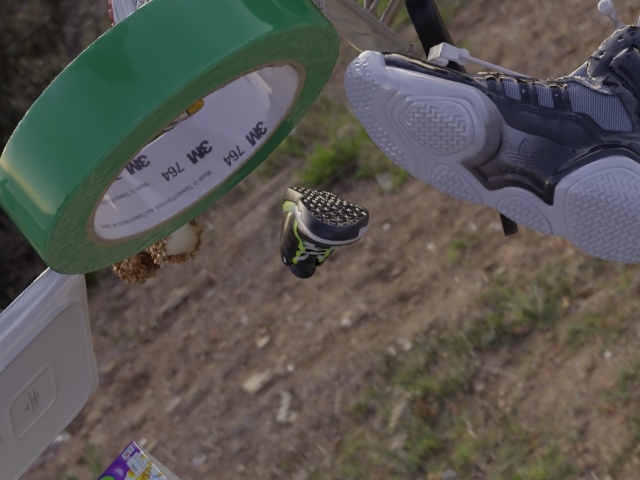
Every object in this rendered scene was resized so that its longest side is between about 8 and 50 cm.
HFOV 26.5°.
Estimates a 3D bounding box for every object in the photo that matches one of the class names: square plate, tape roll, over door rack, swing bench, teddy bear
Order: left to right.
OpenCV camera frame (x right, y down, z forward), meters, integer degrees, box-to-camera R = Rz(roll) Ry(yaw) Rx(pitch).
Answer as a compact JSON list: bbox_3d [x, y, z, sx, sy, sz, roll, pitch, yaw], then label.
[{"bbox_3d":[-0.437,0.229,1.984,0.049,0.347,0.344,26,53,19],"label":"square plate"},{"bbox_3d":[-0.226,-0.050,1.908,0.338,0.113,0.245,-126,54,-72],"label":"teddy bear"},{"bbox_3d":[-0.128,-0.101,1.178,0.321,0.321,0.077,-39,79,-1],"label":"tape roll"},{"bbox_3d":[0.028,-0.392,1.762,0.165,0.253,0.255,6,74,39],"label":"swing bench"},{"bbox_3d":[0.328,-0.312,1.816,0.324,0.108,0.239,16,84,-1],"label":"over door rack"}]

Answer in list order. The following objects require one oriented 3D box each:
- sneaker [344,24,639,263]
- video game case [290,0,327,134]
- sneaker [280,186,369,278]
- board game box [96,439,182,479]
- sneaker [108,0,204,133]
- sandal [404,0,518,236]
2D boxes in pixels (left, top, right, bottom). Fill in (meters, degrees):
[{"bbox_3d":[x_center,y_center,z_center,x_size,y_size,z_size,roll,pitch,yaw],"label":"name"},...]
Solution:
[{"bbox_3d":[0.160,-0.098,1.001,0.268,0.101,0.153,27,62,12],"label":"sneaker"},{"bbox_3d":[-0.025,-0.214,1.409,0.019,0.157,0.143,8,50,18],"label":"video game case"},{"bbox_3d":[0.000,0.000,1.543,0.235,0.084,0.097,-129,49,-79],"label":"sneaker"},{"bbox_3d":[-0.285,0.442,1.873,0.275,0.142,0.144,-48,31,-7],"label":"board game box"},{"bbox_3d":[-0.130,-0.183,1.197,0.092,0.088,0.225,-16,55,25],"label":"sneaker"},{"bbox_3d":[0.194,-0.197,2.109,0.107,0.446,0.167,-22,22,10],"label":"sandal"}]
